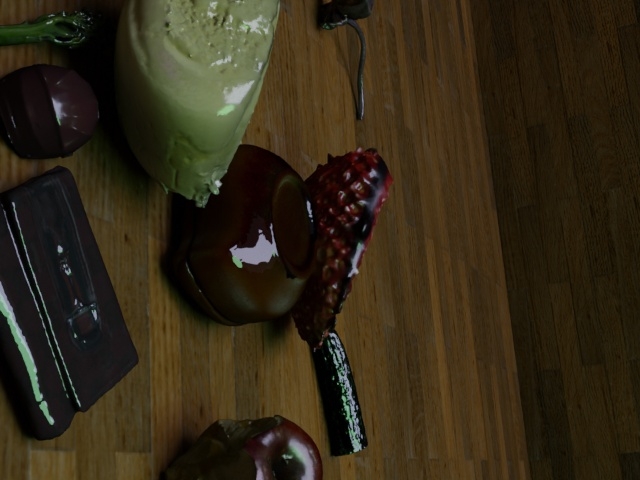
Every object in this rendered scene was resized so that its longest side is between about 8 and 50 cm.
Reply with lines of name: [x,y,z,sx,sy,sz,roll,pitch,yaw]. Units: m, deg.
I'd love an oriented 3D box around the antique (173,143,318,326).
antique: [-0.088,-0.012,1.166,0.278,0.129,0.223,-58,131,-61]

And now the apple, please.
apple: [-0.085,0.275,1.010,0.147,0.158,0.156,41,42,-33]

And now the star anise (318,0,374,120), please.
star anise: [0.085,-0.375,1.720,0.218,0.148,0.227,-52,130,-3]

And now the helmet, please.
helmet: [-0.261,-0.133,0.903,0.123,0.070,0.098,-35,111,-64]

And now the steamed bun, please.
steamed bun: [-0.154,-0.194,1.024,0.166,0.232,0.273,17,64,-14]

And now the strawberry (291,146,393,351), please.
strawberry: [0.000,0.000,1.310,0.306,0.138,0.233,-69,-175,-48]

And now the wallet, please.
wallet: [-0.254,0.055,0.865,0.182,0.049,0.229,-50,127,-64]

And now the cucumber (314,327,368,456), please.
cucumber: [0.025,0.228,1.416,0.058,0.052,0.214,-13,89,-38]

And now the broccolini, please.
broccolini: [-0.297,-0.212,0.905,0.239,0.051,0.054,-21,105,-59]
